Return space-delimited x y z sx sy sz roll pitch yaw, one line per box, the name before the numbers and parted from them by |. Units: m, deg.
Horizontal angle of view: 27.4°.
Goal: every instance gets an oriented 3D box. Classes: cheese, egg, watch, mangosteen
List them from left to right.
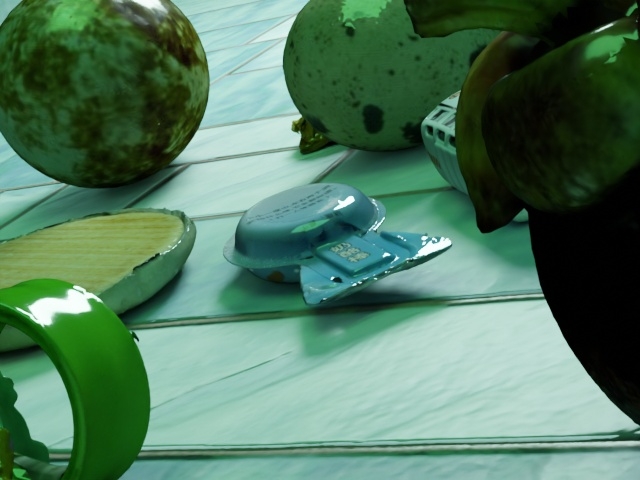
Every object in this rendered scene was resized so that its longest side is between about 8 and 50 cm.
watch | -0.188 0.081 0.752 0.152 0.165 0.131 -26 -6 29
egg | -0.238 -0.179 1.470 0.238 0.238 0.289 -8 8 23
cheese | 0.000 0.000 1.031 0.135 0.052 0.245 -24 20 -16
egg | 0.076 -0.175 1.295 0.228 0.177 0.177 3 21 6
mangosteen | 0.222 -0.046 0.569 0.330 0.330 0.330 -14 18 5

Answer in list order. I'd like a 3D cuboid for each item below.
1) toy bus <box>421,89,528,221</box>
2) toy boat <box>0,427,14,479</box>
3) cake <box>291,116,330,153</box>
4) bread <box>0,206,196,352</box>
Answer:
toy bus | 0.147 -0.076 1.084 0.089 0.087 0.194 -29 21 -7
toy boat | -0.189 0.154 0.672 0.063 0.016 0.115 -12 58 9
cake | 0.040 -0.164 1.404 0.185 0.079 0.116 -17 17 32
bread | -0.232 0.035 1.140 0.267 0.040 0.267 -13 18 4
